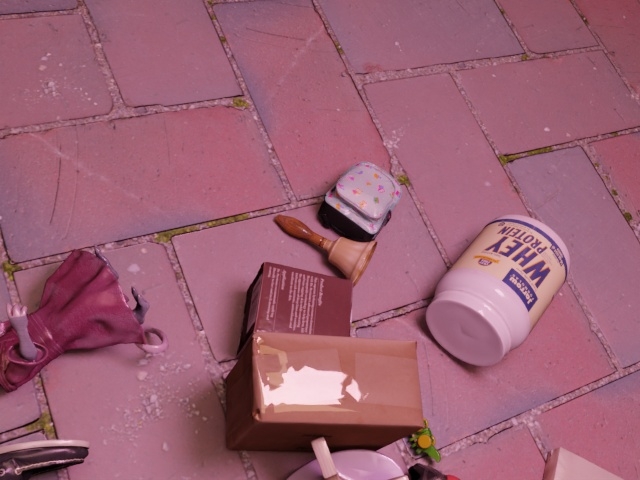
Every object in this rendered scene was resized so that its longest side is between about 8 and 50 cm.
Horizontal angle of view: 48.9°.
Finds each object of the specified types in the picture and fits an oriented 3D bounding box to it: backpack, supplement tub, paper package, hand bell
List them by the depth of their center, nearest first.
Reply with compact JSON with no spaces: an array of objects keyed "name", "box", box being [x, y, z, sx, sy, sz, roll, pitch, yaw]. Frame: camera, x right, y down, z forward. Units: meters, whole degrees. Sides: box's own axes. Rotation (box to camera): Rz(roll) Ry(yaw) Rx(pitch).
[{"name":"paper package","box":[-0.005,0.303,1.361,0.325,0.309,0.168,5,63,-17]},{"name":"supplement tub","box":[0.418,0.115,1.662,0.235,0.235,0.325,42,57,5]},{"name":"hand bell","box":[0.000,0.000,1.665,0.242,0.126,0.126,29,56,10]},{"name":"backpack","box":[0.106,-0.104,1.726,0.166,0.144,0.188,34,51,6]}]

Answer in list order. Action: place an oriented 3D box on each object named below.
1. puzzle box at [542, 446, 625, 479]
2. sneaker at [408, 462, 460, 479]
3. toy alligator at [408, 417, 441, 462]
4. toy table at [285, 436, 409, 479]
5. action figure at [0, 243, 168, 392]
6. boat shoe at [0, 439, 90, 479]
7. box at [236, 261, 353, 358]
[{"name":"puzzle box","box":[0.665,0.672,1.561,0.409,0.052,0.272,28,57,-3]},{"name":"sneaker","box":[0.173,0.567,1.412,0.135,0.097,0.276,34,59,7]},{"name":"toy alligator","box":[0.204,0.401,1.542,0.051,0.056,0.189,-27,70,12]},{"name":"toy table","box":[0.035,0.492,1.308,0.274,0.161,0.252,-31,78,-8]},{"name":"action figure","box":[-0.531,0.183,1.351,0.370,0.248,0.275,-40,124,-20]},{"name":"boat shoe","box":[-0.568,0.418,1.203,0.340,0.127,0.113,-4,66,-20]},{"name":"box","box":[-0.055,0.170,1.500,0.203,0.167,0.168,14,58,-13]}]
